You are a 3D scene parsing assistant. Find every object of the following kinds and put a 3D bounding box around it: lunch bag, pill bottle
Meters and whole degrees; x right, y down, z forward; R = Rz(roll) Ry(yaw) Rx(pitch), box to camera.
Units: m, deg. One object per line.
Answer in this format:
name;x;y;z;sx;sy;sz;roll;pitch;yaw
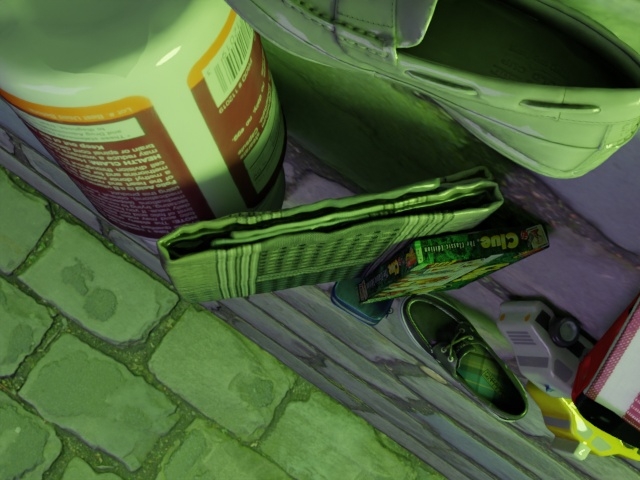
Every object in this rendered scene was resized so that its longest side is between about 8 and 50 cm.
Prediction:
lunch bag;0.068;0.084;1.300;0.098;0.067;0.065;32;165;3
pill bottle;-0.154;-0.132;0.816;0.224;0.224;0.392;29;163;17

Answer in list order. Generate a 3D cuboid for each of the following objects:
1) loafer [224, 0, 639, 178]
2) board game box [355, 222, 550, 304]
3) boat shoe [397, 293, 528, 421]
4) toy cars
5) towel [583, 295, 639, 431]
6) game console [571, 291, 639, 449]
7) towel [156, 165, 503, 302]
loafer;0.062;-0.152;0.549;0.319;0.112;0.111;26;159;1
board game box;0.131;0.030;0.929;0.260;0.136;0.030;128;131;-75
boat shoe;0.194;0.156;1.159;0.228;0.080;0.076;50;177;5
toy cars;0.323;0.207;1.107;0.176;0.087;0.394;23;161;34
towel;0.377;0.120;0.599;0.329;0.037;0.237;32;132;21
game console;0.427;0.163;0.785;0.342;0.060;0.386;25;158;12
towel;0.000;0.000;0.871;0.312;0.056;0.324;-9;170;-7
